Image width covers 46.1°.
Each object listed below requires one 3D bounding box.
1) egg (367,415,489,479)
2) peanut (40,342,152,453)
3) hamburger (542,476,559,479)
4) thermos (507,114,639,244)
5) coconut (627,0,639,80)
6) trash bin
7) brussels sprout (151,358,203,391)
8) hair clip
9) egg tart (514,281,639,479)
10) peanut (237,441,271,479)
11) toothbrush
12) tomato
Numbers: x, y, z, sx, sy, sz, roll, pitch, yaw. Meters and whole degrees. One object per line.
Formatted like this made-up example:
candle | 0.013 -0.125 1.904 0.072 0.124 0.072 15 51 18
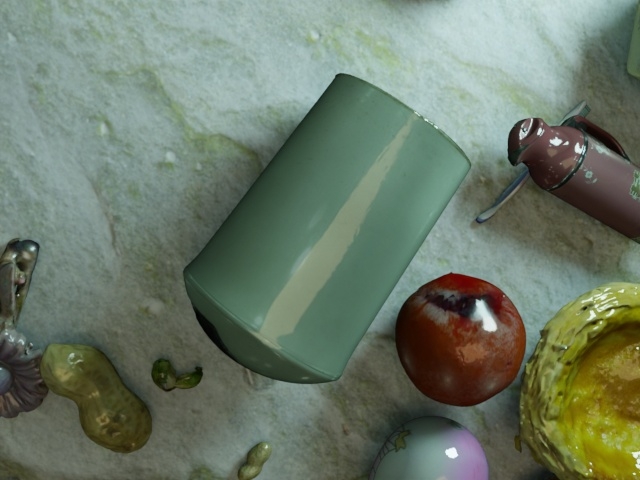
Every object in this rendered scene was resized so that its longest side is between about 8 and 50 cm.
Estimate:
egg | 0.168 0.423 1.257 0.196 0.196 0.271 26 112 -12
peanut | -0.354 0.247 1.193 0.098 0.103 0.229 -39 106 -14
hamburger | 0.440 0.532 1.337 0.236 0.147 0.237 0 91 0
thermos | 0.447 -0.112 1.214 0.330 0.109 0.136 26 98 -17
coconut | 0.621 -0.330 1.123 0.323 0.323 0.323 -1 101 -7
trash bin | 0.000 0.000 1.111 0.280 0.280 0.432 35 91 -13
brussels sprout | -0.237 0.224 1.233 0.083 0.046 0.051 15 96 -11
hair clip | -0.497 0.146 1.171 0.173 0.069 0.300 12 99 -10
egg tart | 0.493 0.247 1.279 0.387 0.169 0.388 -2 99 -11
peanut | -0.112 0.380 1.286 0.037 0.037 0.083 31 93 -12
toothbrush | 0.356 -0.129 1.260 0.027 0.021 0.269 41 94 -7
tomato | 0.222 0.152 1.200 0.208 0.208 0.184 -16 118 -4
